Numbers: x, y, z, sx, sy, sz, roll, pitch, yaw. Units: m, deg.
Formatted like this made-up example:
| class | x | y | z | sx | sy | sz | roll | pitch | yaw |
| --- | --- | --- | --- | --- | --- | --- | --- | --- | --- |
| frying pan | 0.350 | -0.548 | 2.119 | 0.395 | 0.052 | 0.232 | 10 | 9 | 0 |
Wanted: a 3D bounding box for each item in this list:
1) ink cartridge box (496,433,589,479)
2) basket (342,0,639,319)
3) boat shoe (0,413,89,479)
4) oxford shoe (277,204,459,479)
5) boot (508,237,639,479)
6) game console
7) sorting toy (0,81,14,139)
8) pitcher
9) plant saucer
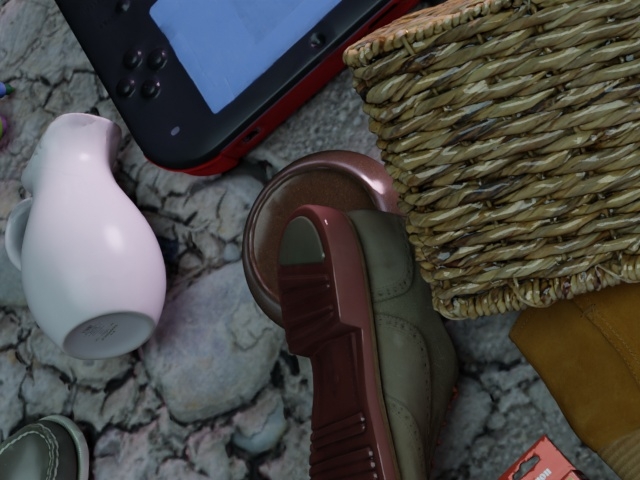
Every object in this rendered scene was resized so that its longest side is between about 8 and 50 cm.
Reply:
| class | x | y | z | sx | sy | sz | roll | pitch | yaw |
| --- | --- | --- | --- | --- | --- | --- | --- | --- | --- |
| ink cartridge box | 0.184 | 0.208 | 0.916 | 0.063 | 0.029 | 0.115 | -47 | 64 | 11 |
| basket | 0.203 | -0.098 | 0.892 | 0.299 | 0.213 | 0.223 | -17 | 101 | 24 |
| boat shoe | -0.318 | 0.293 | 1.106 | 0.109 | 0.091 | 0.305 | 34 | 95 | 27 |
| oxford shoe | 0.063 | 0.138 | 0.931 | 0.123 | 0.130 | 0.348 | -22 | 74 | 59 |
| boot | 0.274 | 0.039 | 0.850 | 0.295 | 0.104 | 0.211 | -48 | 60 | 24 |
| game console | -0.069 | -0.281 | 1.127 | 0.386 | 0.060 | 0.342 | -40 | 66 | 13 |
| sorting toy | -0.342 | -0.140 | 1.245 | 0.061 | 0.042 | 0.102 | -38 | 77 | 31 |
| pitcher | -0.228 | 0.015 | 1.119 | 0.178 | 0.125 | 0.207 | -44 | 52 | 34 |
| plant saucer | 0.000 | 0.000 | 1.051 | 0.168 | 0.029 | 0.168 | -5 | 78 | 24 |
